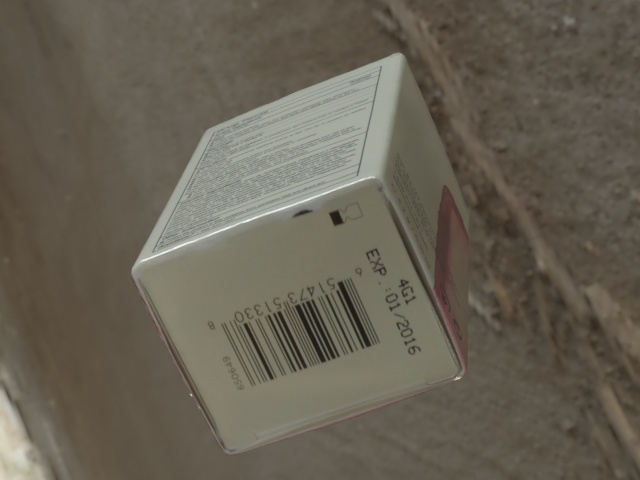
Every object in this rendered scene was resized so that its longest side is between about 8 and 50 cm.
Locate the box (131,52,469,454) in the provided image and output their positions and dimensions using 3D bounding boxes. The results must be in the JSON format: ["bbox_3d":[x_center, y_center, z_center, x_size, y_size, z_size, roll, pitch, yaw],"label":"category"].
[{"bbox_3d":[0.000,0.000,0.881,0.232,0.149,0.127,-74,-38,-67],"label":"box"}]
